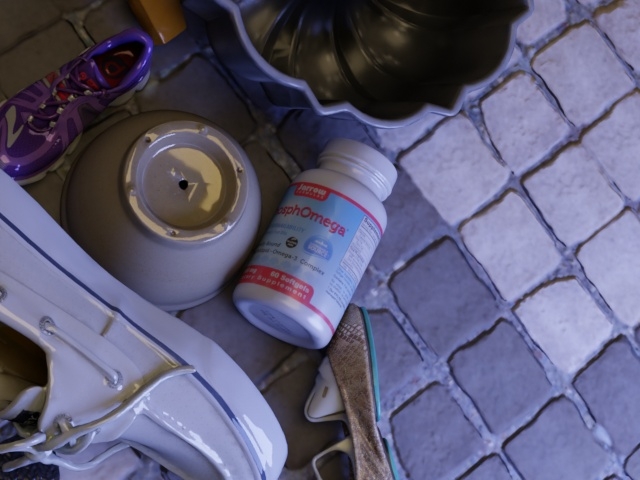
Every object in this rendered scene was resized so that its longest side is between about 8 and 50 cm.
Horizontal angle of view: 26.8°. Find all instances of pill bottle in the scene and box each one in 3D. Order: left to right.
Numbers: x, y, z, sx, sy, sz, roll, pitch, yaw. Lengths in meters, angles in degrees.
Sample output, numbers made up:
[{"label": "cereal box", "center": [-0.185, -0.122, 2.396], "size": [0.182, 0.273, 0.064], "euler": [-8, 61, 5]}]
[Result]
[{"label": "pill bottle", "center": [0.000, 0.000, 1.086], "size": [0.087, 0.087, 0.160], "euler": [30, 70, -10]}]

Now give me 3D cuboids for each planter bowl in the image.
[{"label": "planter bowl", "center": [-0.115, -0.032, 1.044], "size": [0.162, 0.109, 0.162], "euler": [4, 77, -17]}]

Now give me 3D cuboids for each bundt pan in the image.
[{"label": "bundt pan", "center": [0.014, -0.249, 1.102], "size": [0.330, 0.124, 0.331], "euler": [1, 87, -32]}]

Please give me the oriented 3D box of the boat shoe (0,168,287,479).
[{"label": "boat shoe", "center": [-0.186, 0.097, 0.938], "size": [0.367, 0.135, 0.156], "euler": [45, 51, -19]}]

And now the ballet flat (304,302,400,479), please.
[{"label": "ballet flat", "center": [0.023, 0.153, 1.071], "size": [0.067, 0.073, 0.206], "euler": [-10, 77, -6]}]

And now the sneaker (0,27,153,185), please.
[{"label": "sneaker", "center": [-0.199, -0.114, 1.055], "size": [0.068, 0.071, 0.170], "euler": [45, 69, -4]}]

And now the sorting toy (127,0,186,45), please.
[{"label": "sorting toy", "center": [-0.145, -0.328, 1.075], "size": [0.229, 0.041, 0.307], "euler": [-43, 117, -33]}]

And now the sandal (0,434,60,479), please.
[{"label": "sandal", "center": [-0.235, 0.229, 0.980], "size": [0.067, 0.040, 0.179], "euler": [13, 73, -19]}]
